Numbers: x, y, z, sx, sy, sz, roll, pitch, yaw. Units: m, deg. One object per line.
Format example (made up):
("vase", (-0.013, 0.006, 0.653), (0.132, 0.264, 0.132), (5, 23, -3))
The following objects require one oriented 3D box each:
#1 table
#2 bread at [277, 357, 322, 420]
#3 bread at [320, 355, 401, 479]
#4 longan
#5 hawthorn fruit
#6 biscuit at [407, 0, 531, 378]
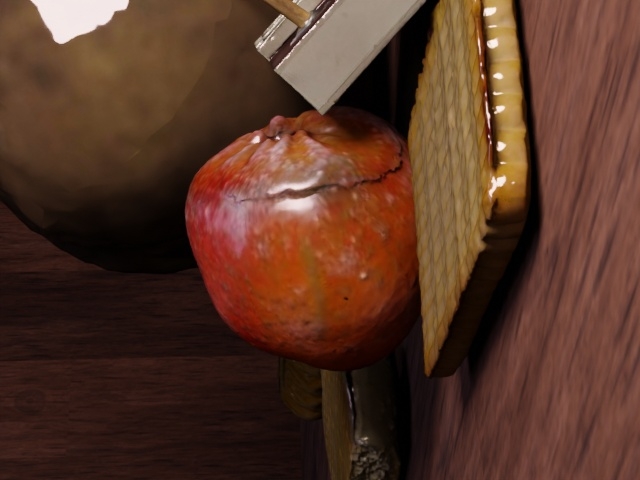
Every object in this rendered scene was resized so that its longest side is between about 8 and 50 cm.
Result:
("table", (-0.005, -0.174, 0.962), (0.121, 0.111, 0.240), (-47, 10, 5))
("bread", (-0.009, 0.137, 1.747), (0.087, 0.098, 0.269), (-46, -17, -23))
("bread", (0.034, 0.155, 1.281), (0.286, 0.056, 0.207), (94, 171, -55))
("longan", (-0.141, -0.174, 1.269), (0.436, 0.404, 0.404), (57, -150, -69))
("hawthorn fruit", (0.000, 0.000, 0.953), (0.173, 0.172, 0.173), (179, 90, -87))
("biscuit", (0.075, -0.044, 0.767), (0.254, 0.029, 0.172), (96, 173, -66))
